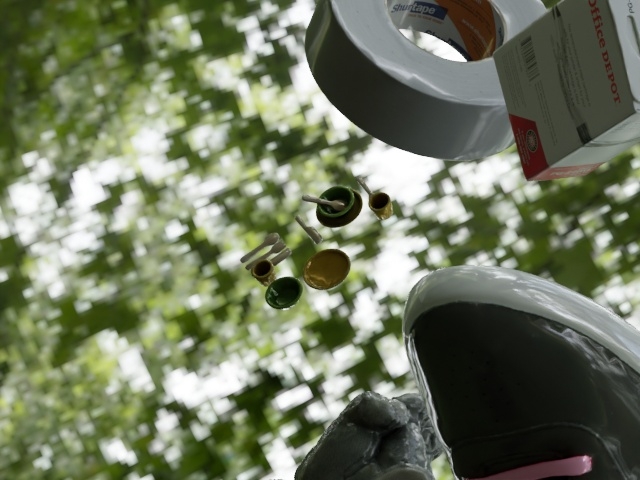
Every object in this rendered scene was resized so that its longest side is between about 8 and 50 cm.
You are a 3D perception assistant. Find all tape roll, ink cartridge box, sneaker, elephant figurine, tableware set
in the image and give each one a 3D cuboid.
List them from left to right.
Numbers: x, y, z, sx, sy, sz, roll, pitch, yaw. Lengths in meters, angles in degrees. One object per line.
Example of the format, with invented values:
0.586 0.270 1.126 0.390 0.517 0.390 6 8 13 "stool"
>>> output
0.000 0.000 1.828 0.104 0.154 0.024 50 -8 41 "tableware set"
0.088 0.258 1.744 0.186 0.169 0.239 -55 -139 20 "elephant figurine"
0.100 -0.174 1.706 0.219 0.219 0.072 46 -41 20 "tape roll"
0.201 -0.120 1.422 0.150 0.063 0.109 -34 -116 57 "ink cartridge box"
0.112 0.149 0.785 0.104 0.147 0.296 -14 -54 30 "sneaker"
